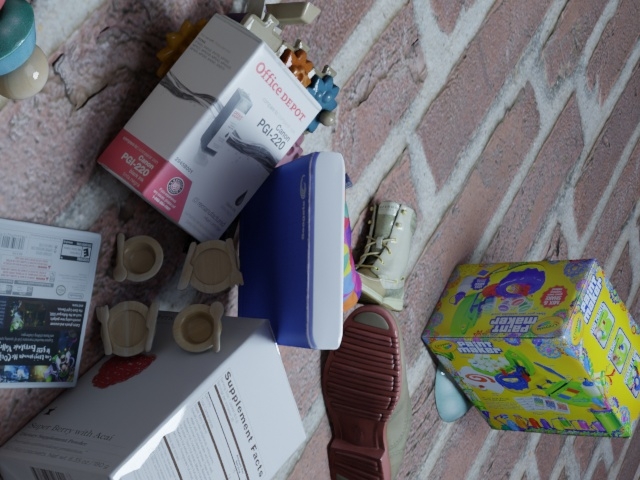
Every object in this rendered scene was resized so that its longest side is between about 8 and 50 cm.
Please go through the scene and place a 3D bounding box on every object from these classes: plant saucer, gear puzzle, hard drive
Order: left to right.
[{"bbox_3d":[-0.082,-0.183,1.494,0.175,0.044,0.339,-54,148,3],"label":"gear puzzle"},{"bbox_3d":[-0.042,0.018,1.441,0.040,0.319,0.210,2,87,-17],"label":"hard drive"},{"bbox_3d":[0.272,0.248,2.279,0.195,0.037,0.194,-22,116,-56],"label":"plant saucer"}]

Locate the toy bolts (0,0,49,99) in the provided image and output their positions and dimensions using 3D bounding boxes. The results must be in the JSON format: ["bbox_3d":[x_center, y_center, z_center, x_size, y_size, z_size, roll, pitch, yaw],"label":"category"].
[{"bbox_3d":[-0.243,-0.231,1.144,0.228,0.218,0.158,-48,146,-16],"label":"toy bolts"}]

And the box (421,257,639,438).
[{"bbox_3d":[0.386,0.191,2.144,0.279,0.290,0.177,52,53,-32],"label":"box"}]

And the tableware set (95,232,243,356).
[{"bbox_3d":[-0.170,0.062,1.370,0.020,0.169,0.141,63,29,-69],"label":"tableware set"}]

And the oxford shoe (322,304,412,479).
[{"bbox_3d":[0.082,0.237,1.888,0.130,0.123,0.348,-40,141,-53],"label":"oxford shoe"}]

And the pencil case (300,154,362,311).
[{"bbox_3d":[0.000,0.000,1.656,0.104,0.104,0.236,-57,154,-34],"label":"pencil case"}]

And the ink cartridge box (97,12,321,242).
[{"bbox_3d":[-0.121,-0.123,1.391,0.218,0.092,0.158,-53,145,-5],"label":"ink cartridge box"}]

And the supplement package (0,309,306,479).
[{"bbox_3d":[-0.180,0.228,1.362,0.293,0.178,0.175,-44,126,-46],"label":"supplement package"}]

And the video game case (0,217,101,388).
[{"bbox_3d":[-0.309,0.067,1.267,0.190,0.022,0.173,11,88,-60],"label":"video game case"}]

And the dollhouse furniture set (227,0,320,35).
[{"bbox_3d":[-0.040,-0.302,1.527,0.091,0.114,0.081,23,74,-56],"label":"dollhouse furniture set"}]

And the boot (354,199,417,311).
[{"bbox_3d":[0.085,0.017,1.862,0.213,0.077,0.165,23,79,-64],"label":"boot"}]

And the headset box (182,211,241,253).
[{"bbox_3d":[-0.134,-0.010,1.487,0.032,0.083,0.062,21,78,-25],"label":"headset box"}]
